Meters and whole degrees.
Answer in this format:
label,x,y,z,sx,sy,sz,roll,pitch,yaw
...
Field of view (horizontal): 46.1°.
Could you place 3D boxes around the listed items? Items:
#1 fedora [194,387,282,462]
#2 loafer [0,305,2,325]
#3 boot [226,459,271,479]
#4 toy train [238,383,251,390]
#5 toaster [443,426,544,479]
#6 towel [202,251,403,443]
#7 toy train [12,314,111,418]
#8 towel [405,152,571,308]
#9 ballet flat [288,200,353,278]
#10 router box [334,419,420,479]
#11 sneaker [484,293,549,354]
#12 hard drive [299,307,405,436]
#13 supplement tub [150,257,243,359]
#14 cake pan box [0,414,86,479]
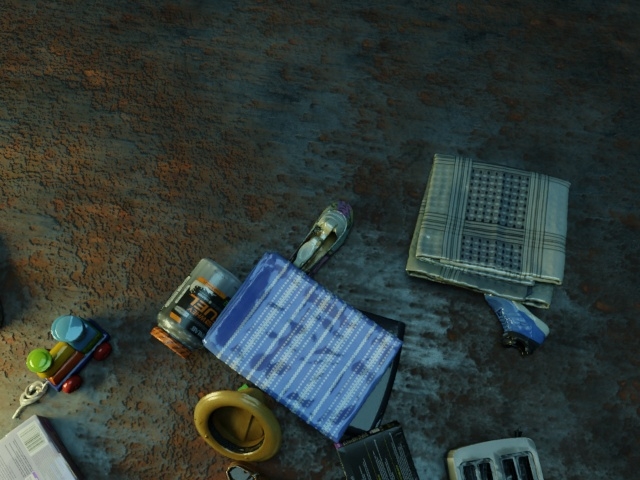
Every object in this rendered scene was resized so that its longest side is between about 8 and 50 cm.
label,x,y,z,sx,sy,sz,roll,pitch,yaw
fedora,-0.151,0.345,1.461,0.194,0.194,0.079,21,37,7
loafer,-0.744,0.069,1.577,0.096,0.084,0.267,-28,74,-8
boot,-0.098,0.485,1.402,0.197,0.152,0.073,33,75,10
toy train,-0.177,0.323,1.526,0.083,0.017,0.023,-37,66,-10
toaster,0.333,0.457,1.429,0.168,0.110,0.185,-8,72,-3
towel,-0.036,0.201,1.487,0.336,0.040,0.243,34,76,8
toy train,-0.539,0.253,1.485,0.105,0.143,0.248,39,77,12
towel,0.361,-0.032,1.585,0.312,0.056,0.324,14,62,5
ballet flat,0.000,0.000,1.594,0.077,0.079,0.221,35,76,12
router box,0.118,0.454,1.441,0.133,0.046,0.178,-19,91,-6
sneaker,0.388,0.172,1.545,0.152,0.058,0.084,39,68,5
hard drive,0.067,0.262,1.523,0.172,0.054,0.254,16,73,6
supplement tub,-0.251,0.140,1.533,0.117,0.117,0.190,33,76,10
cake pan box,-0.581,0.507,1.447,0.246,0.070,0.267,-37,76,-13
